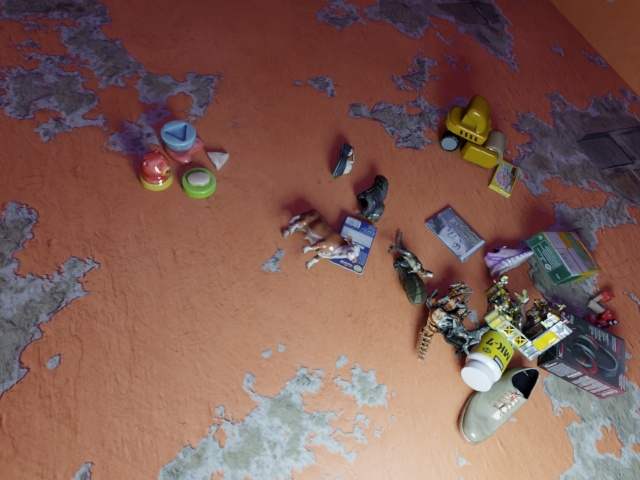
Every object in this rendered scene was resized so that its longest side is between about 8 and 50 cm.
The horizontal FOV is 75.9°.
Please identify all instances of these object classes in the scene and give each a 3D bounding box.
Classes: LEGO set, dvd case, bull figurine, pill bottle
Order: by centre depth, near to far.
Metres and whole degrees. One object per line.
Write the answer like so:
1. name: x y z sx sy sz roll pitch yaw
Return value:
1. pill bottle: 0.567 0.400 1.390 0.119 0.119 0.208 43 52 13
2. LEGO set: 0.711 0.229 1.409 0.255 0.192 0.331 47 26 12
3. bull figurine: 0.000 0.000 1.485 0.188 0.101 0.310 -20 45 -24
4. dvd case: 0.567 -0.028 1.720 0.164 0.018 0.221 -31 71 -28

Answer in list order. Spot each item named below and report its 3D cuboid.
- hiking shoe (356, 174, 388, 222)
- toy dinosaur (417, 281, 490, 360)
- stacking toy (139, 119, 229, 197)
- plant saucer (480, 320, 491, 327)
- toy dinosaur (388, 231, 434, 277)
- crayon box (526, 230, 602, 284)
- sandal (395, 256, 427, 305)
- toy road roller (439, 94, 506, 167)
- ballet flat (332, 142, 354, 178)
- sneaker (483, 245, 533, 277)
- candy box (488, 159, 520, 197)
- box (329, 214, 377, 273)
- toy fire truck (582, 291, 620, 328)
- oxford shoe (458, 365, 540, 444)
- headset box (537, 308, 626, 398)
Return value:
1. hiking shoe: 0.210 -0.188 1.686 0.114 0.086 0.227 17 58 -8
2. toy dinosaur: 0.446 0.293 1.440 0.218 0.164 0.322 38 88 18
3. stacking toy: -0.511 -0.319 1.557 0.279 0.130 0.309 18 57 -3
4. plant saucer: 0.630 0.337 1.519 0.083 0.013 0.084 6 59 -10
5. toy dinosaur: 0.317 0.061 1.544 0.118 0.064 0.268 1 40 -26
6. crayon box: 1.009 0.067 1.694 0.323 0.083 0.203 -1 58 -38
7. sandal: 0.327 0.156 1.531 0.090 0.060 0.219 0 45 -21
8. toy road roller: 0.741 -0.521 1.926 0.329 0.241 0.202 26 57 2
9. ballet flat: 0.107 -0.338 1.761 0.074 0.074 0.203 18 55 -3
10. sneaker: 0.764 0.062 1.676 0.236 0.095 0.105 -18 58 -22
11. candy box: 0.875 -0.297 1.953 0.105 0.027 0.206 29 57 8
12. box: 0.123 0.019 1.569 0.136 0.036 0.225 23 57 1
13. toy fire truck: 1.124 0.285 1.655 0.192 0.047 0.135 -7 61 -17
14. oxford shoe: 0.580 0.516 1.330 0.348 0.130 0.123 -34 73 -29
15. headset box: 0.966 0.417 1.498 0.293 0.110 0.218 27 56 3
